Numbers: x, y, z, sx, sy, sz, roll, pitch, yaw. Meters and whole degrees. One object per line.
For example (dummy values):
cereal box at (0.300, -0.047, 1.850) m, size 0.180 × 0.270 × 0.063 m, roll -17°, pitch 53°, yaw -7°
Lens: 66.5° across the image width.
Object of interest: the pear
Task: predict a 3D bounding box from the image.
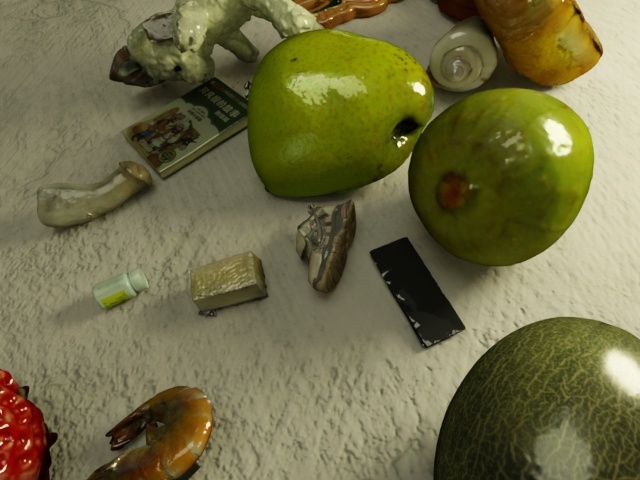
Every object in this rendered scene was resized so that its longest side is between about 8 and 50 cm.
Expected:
pear at (0.052, -0.257, 0.915) m, size 0.318 × 0.238 × 0.342 m, roll 7°, pitch 55°, yaw 25°

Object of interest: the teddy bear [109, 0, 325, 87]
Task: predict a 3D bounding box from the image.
teddy bear at (-0.240, -0.423, 1.109) m, size 0.375 × 0.327 × 0.362 m, roll 34°, pitch 106°, yaw 2°

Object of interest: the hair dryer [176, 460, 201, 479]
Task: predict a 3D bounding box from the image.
hair dryer at (-0.207, 0.300, 0.677) m, size 0.047 × 0.026 × 0.083 m, roll -40°, pitch 54°, yaw -20°

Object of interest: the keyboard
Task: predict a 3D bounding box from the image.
keyboard at (0.151, 0.077, 0.784) m, size 0.074 × 0.015 × 0.196 m, roll -20°, pitch 53°, yaw -10°

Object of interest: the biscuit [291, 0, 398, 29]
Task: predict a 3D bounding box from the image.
biscuit at (0.086, -0.667, 1.328) m, size 0.334 × 0.047 × 0.202 m, roll -18°, pitch 53°, yaw -4°

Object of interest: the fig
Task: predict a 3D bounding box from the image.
fig at (0.292, -0.113, 0.764) m, size 0.258 × 0.258 × 0.326 m, roll 33°, pitch 47°, yaw 29°

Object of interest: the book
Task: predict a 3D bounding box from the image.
book at (-0.295, -0.265, 1.110) m, size 0.264 × 0.027 × 0.202 m, roll -37°, pitch 54°, yaw -17°

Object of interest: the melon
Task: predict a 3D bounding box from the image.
melon at (0.255, 0.221, 0.517) m, size 0.237 × 0.237 × 0.302 m, roll 26°, pitch 62°, yaw 26°

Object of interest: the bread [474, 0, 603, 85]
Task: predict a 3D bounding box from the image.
bread at (0.390, -0.476, 0.956) m, size 0.148 × 0.337 × 0.328 m, roll -32°, pitch 69°, yaw 34°

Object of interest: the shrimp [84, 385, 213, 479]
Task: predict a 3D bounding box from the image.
shrimp at (-0.252, 0.288, 0.658) m, size 0.248 × 0.068 × 0.150 m, roll -33°, pitch 32°, yaw -6°

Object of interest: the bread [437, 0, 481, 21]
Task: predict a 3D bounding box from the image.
bread at (0.427, -0.673, 1.230) m, size 0.295 × 0.114 × 0.328 m, roll -20°, pitch 52°, yaw -6°

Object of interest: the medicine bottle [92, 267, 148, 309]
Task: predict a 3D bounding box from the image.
medicine bottle at (-0.347, 0.083, 0.848) m, size 0.083 × 0.047 × 0.047 m, roll -24°, pitch 53°, yaw -8°

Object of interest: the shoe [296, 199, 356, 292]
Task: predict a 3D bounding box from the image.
shoe at (0.000, 0.000, 0.822) m, size 0.092 × 0.089 × 0.180 m, roll 9°, pitch 53°, yaw 15°

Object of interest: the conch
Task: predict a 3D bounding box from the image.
conch at (0.319, -0.394, 1.034) m, size 0.127 × 0.158 × 0.255 m, roll 37°, pitch 54°, yaw 8°

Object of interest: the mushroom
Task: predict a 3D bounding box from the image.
mushroom at (-0.450, -0.093, 0.980) m, size 0.223 × 0.081 × 0.092 m, roll -21°, pitch 73°, yaw -9°

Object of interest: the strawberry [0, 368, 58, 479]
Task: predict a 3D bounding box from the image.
strawberry at (-0.521, 0.257, 0.594) m, size 0.291 × 0.310 × 0.292 m, roll -8°, pitch 52°, yaw 10°

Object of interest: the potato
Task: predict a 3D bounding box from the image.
potato at (-0.156, 0.072, 0.815) m, size 0.122 × 0.061 × 0.086 m, roll -16°, pitch 55°, yaw 0°
